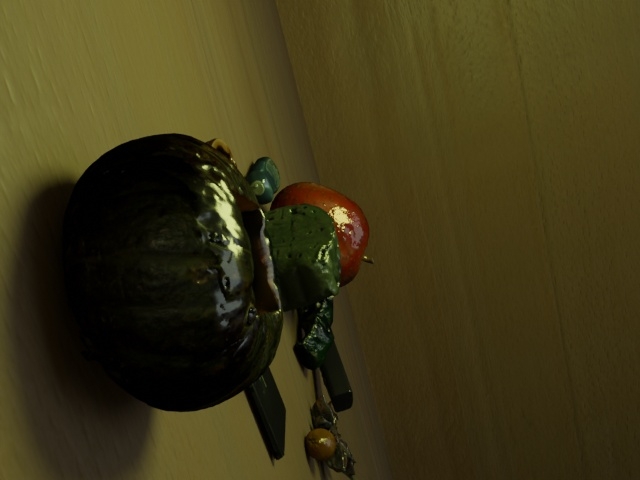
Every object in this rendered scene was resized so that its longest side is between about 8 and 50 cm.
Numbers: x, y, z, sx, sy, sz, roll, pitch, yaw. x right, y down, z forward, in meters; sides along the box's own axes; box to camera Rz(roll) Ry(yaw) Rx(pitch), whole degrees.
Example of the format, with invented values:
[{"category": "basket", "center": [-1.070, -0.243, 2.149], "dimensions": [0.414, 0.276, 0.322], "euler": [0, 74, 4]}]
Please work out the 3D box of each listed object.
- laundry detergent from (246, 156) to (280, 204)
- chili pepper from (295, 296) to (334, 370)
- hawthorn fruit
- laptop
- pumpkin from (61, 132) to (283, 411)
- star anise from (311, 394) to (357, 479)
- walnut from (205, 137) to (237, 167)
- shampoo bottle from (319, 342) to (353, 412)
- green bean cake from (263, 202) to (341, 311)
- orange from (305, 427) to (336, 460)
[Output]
[{"category": "laundry detergent", "center": [-0.143, -0.147, 1.772], "dimensions": [0.206, 0.061, 0.097], "euler": [-78, 158, -73]}, {"category": "chili pepper", "center": [-0.008, 0.229, 1.974], "dimensions": [0.265, 0.116, 0.148], "euler": [-93, 172, -49]}, {"category": "hawthorn fruit", "center": [0.000, 0.000, 1.811], "dimensions": [0.275, 0.299, 0.276], "euler": [-160, -90, -84]}, {"category": "laptop", "center": [-0.106, 0.307, 1.406], "dimensions": [0.154, 0.026, 0.207], "euler": [-89, 164, -61]}, {"category": "pumpkin", "center": [-0.154, 0.035, 0.798], "dimensions": [0.320, 0.192, 0.321], "euler": [-15, 90, -84]}, {"category": "star anise", "center": [0.034, 0.543, 1.894], "dimensions": [0.230, 0.081, 0.263], "euler": [84, -17, -82]}, {"category": "walnut", "center": [-0.189, -0.073, 1.149], "dimensions": [0.211, 0.086, 0.167], "euler": [-85, 169, -61]}, {"category": "shampoo bottle", "center": [0.020, 0.346, 2.093], "dimensions": [0.098, 0.071, 0.310], "euler": [80, -10, -48]}, {"category": "green bean cake", "center": [-0.073, 0.032, 1.332], "dimensions": [0.223, 0.227, 0.125], "euler": [-91, 169, -58]}, {"category": "orange", "center": [-0.001, 0.500, 1.748], "dimensions": [0.085, 0.084, 0.085], "euler": [-12, 90, -83]}]
